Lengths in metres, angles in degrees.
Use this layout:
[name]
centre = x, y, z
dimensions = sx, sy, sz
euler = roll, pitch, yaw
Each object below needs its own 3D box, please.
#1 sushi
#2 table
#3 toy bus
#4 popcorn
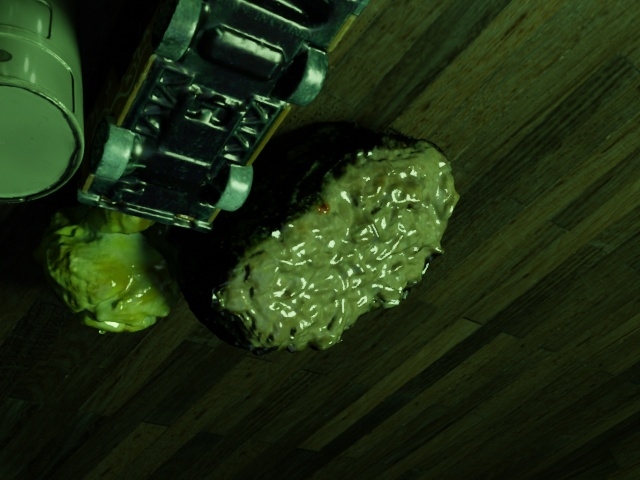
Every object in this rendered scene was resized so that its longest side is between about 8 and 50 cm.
[sushi]
centre = 0.000, 0.000, 0.855
dimensions = 0.350, 0.171, 0.211
euler = -30, 126, -24
[table]
centre = -0.278, -0.153, 0.633
dimensions = 0.126, 0.220, 0.126
euler = -10, 139, -9
[toy bus]
centre = -0.110, -0.179, 0.685
dimensions = 0.162, 0.194, 0.323
euler = 15, 133, -31
[popcorn]
centre = -0.243, 0.015, 0.862
dimensions = 0.198, 0.198, 0.212
euler = 4, 128, -22
